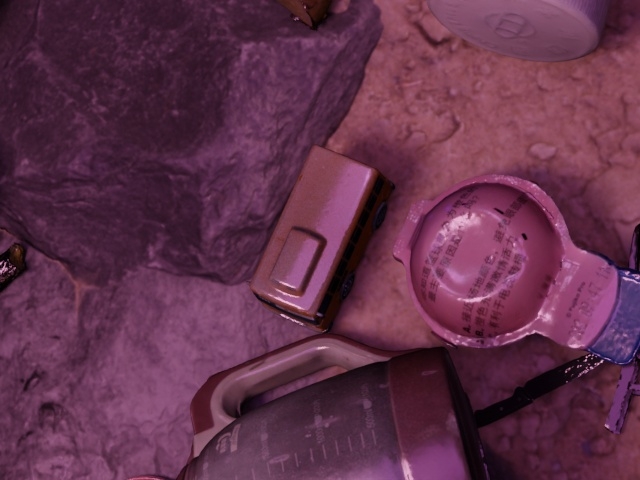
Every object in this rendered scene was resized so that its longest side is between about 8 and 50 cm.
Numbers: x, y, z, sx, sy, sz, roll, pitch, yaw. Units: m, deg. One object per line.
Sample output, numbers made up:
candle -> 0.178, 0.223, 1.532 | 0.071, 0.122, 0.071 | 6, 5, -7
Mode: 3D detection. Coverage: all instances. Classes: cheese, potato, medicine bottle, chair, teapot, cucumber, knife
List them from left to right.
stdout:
cucumber -> -0.393, 0.055, 1.423 | 0.135, 0.033, 0.034 | -40, 36, 4
potato -> -0.050, -0.327, 1.382 | 0.172, 0.100, 0.089 | 39, 85, 20
teapot -> -0.001, 0.220, 1.213 | 0.312, 0.233, 0.315 | -14, 43, 7
cheese -> 0.199, 0.034, 1.243 | 0.286, 0.074, 0.188 | 21, 92, 30
knife -> 0.223, 0.148, 1.245 | 0.170, 0.010, 0.023 | -32, 66, 26
medicine bottle -> 0.234, -0.369, 1.271 | 0.190, 0.190, 0.332 | 12, 83, 15
chair -> 0.348, 0.093, 1.217 | 0.102, 0.084, 0.212 | 9, 81, 18

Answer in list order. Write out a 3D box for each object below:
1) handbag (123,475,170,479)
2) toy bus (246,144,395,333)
handbag -> -0.194, 0.350, 1.278 | 0.179, 0.116, 0.205 | -33, 75, 7
toy bus -> 0.000, 0.000, 1.303 | 0.091, 0.103, 0.182 | 23, 86, 17
